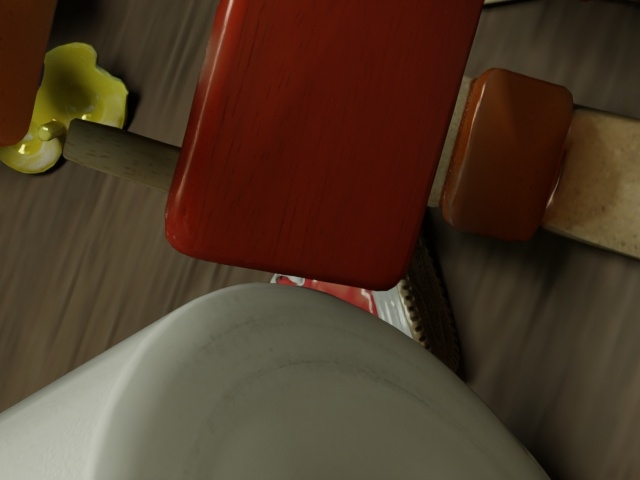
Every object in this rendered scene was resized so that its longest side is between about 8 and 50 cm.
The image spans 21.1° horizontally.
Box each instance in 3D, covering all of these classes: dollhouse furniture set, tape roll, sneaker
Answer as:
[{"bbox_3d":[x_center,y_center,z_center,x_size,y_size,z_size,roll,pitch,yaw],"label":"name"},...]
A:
[{"bbox_3d":[0.024,-0.116,0.421,0.135,0.262,0.259,20,97,46],"label":"dollhouse furniture set"},{"bbox_3d":[-0.030,0.154,0.428,0.169,0.246,0.246,-30,62,28],"label":"tape roll"},{"bbox_3d":[0.000,0.000,0.575,0.067,0.042,0.118,-24,66,26],"label":"sneaker"}]

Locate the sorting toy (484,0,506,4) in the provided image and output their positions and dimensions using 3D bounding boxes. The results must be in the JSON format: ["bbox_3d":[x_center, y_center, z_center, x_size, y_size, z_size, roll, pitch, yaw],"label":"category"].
[{"bbox_3d":[0.084,-0.111,0.561,0.083,0.012,0.062,-5,75,36],"label":"sorting toy"}]

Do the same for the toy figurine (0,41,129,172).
[{"bbox_3d":[-0.140,-0.166,0.641,0.362,0.191,0.217,-23,60,29],"label":"toy figurine"}]
